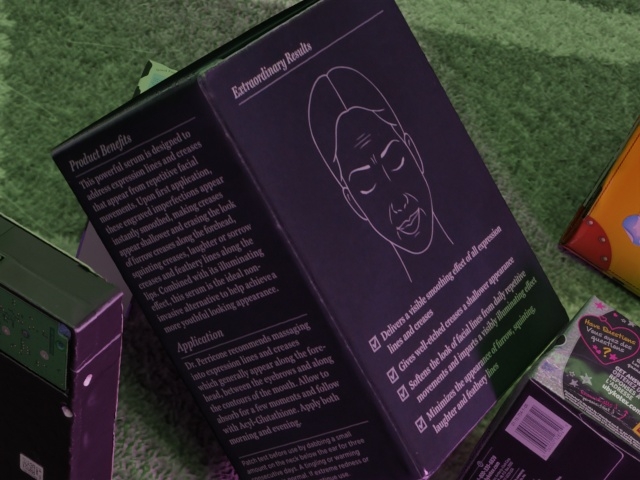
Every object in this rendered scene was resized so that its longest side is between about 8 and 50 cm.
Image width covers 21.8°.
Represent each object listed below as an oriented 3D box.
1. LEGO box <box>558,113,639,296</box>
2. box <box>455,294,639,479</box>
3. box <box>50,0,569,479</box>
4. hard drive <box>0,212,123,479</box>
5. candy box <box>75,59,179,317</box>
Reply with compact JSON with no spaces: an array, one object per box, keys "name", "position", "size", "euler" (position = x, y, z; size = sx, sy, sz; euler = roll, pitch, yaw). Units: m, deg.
[{"name":"LEGO box","position":[0.567,-0.023,1.775],"size":[0.500,0.372,0.193],"euler":[34,48,8]},{"name":"box","position":[0.239,0.199,1.545],"size":[0.163,0.247,0.142],"euler":[36,47,10]},{"name":"box","position":[0.000,0.000,1.519],"size":[0.293,0.212,0.395],"euler":[-38,102,-47]},{"name":"hard drive","position":[-0.270,0.114,1.339],"size":[0.237,0.339,0.064],"euler":[29,47,20]},{"name":"candy box","position":[-0.182,-0.053,1.655],"size":[0.070,0.165,0.196],"euler":[19,48,-5]}]
